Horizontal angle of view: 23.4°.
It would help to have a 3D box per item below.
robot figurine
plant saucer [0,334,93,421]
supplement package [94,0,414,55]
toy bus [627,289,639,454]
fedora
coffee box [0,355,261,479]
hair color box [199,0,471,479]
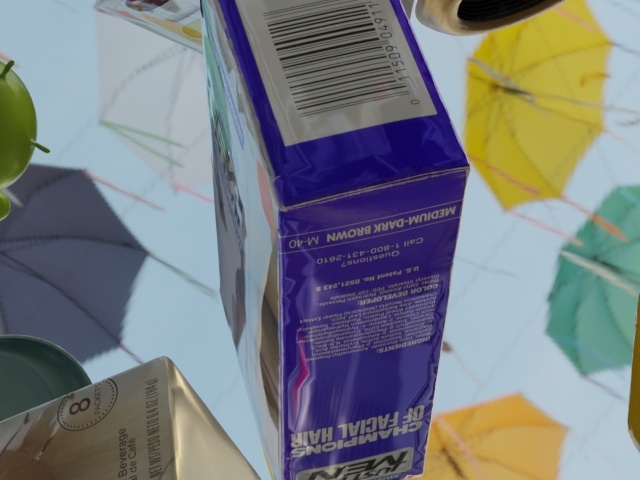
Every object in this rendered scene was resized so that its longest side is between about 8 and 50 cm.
[{"bbox_3d":[-0.180,-0.048,0.702,0.067,0.115,0.101,-64,-43,-59],"label":"robot figurine"},{"bbox_3d":[-0.324,0.228,1.381,0.318,0.044,0.317,-29,-51,-44],"label":"plant saucer"},{"bbox_3d":[-0.049,-0.277,1.473,0.262,0.145,0.204,21,-106,-29],"label":"supplement package"},{"bbox_3d":[0.222,0.118,0.460,0.130,0.332,0.108,-9,-56,-12],"label":"toy bus"},{"bbox_3d":[0.146,-0.223,1.109,0.194,0.194,0.079,-12,-109,-34],"label":"fedora"},{"bbox_3d":[-0.147,0.167,0.636,0.247,0.141,0.098,-23,-50,10],"label":"coffee box"},{"bbox_3d":[0.000,0.000,0.928,0.110,0.185,0.339,-13,-34,-8],"label":"hair color box"}]
